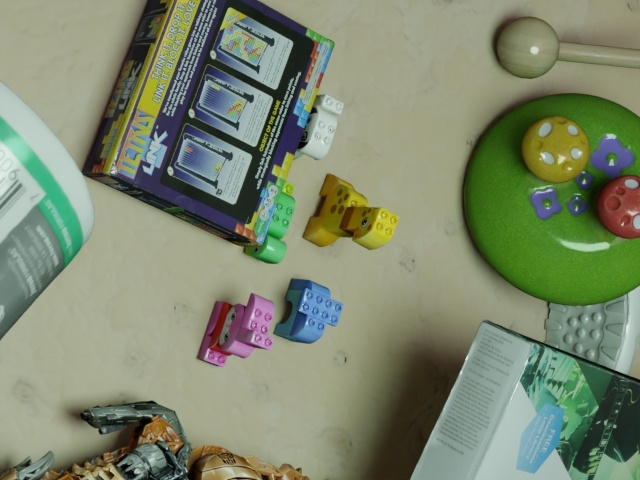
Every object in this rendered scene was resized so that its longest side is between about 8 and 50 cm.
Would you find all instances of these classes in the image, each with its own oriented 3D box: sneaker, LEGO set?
[{"bbox_3d":[0.261,0.043,1.425,0.095,0.090,0.235,13,86,-43],"label":"sneaker"},{"bbox_3d":[0.000,0.000,1.238,0.087,0.093,0.227,25,78,-32],"label":"LEGO set"}]

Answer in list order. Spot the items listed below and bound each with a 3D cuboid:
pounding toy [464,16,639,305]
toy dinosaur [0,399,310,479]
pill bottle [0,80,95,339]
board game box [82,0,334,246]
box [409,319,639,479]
[{"bbox_3d":[0.219,-0.071,1.329,0.183,0.110,0.237,9,78,-1],"label":"pounding toy"},{"bbox_3d":[-0.086,0.221,1.165,0.322,0.164,0.218,-3,77,-14],"label":"toy dinosaur"},{"bbox_3d":[-0.319,0.054,0.960,0.361,0.204,0.204,-50,117,-22],"label":"pill bottle"},{"bbox_3d":[-0.081,-0.099,1.209,0.141,0.048,0.170,26,78,-30],"label":"board game box"},{"bbox_3d":[0.182,0.206,1.305,0.322,0.058,0.232,21,95,-52],"label":"box"}]
